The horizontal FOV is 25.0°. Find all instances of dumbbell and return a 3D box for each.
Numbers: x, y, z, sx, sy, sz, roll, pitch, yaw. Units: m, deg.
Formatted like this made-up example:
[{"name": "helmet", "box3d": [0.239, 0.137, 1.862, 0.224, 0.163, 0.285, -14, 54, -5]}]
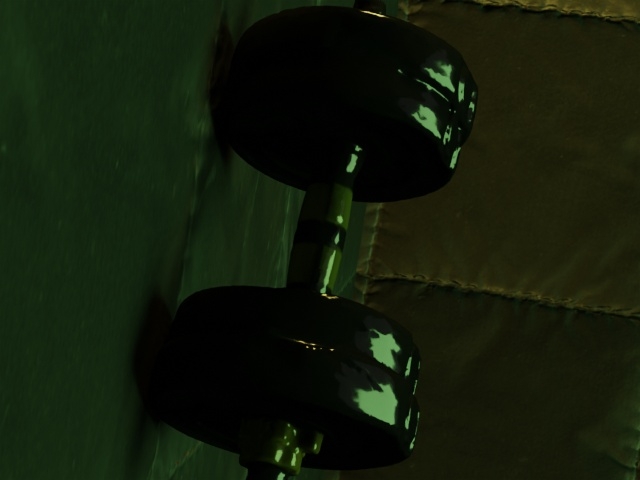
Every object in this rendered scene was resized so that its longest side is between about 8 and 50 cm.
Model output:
[{"name": "dumbbell", "box3d": [0.000, 0.000, 0.997, 0.185, 0.185, 0.388, 85, 16, -67]}]
